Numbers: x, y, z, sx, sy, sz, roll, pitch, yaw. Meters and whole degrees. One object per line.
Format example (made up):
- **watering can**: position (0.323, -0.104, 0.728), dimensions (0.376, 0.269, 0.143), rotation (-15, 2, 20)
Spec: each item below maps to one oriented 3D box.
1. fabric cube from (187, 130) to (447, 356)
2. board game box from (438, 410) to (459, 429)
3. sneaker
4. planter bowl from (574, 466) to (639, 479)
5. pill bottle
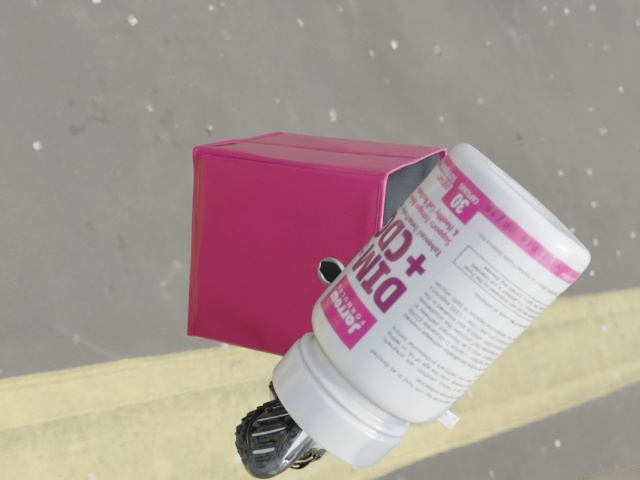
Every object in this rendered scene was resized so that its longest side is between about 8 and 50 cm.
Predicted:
- **fabric cube**: position (0.000, 0.000, 1.229), dimensions (0.259, 0.258, 0.254), rotation (-26, 123, -64)
- **board game box**: position (0.167, 0.272, 1.674), dimensions (0.154, 0.103, 0.026), rotation (39, 86, -15)
- **sneaker**: position (-0.029, 0.240, 1.162), dimensions (0.271, 0.100, 0.108), rotation (-34, 110, -76)
- **planter bowl**: position (0.280, 0.314, 0.959), dimensions (0.162, 0.109, 0.162), rotation (-3, 90, -70)
- **pill bottle**: position (0.094, 0.065, 0.862), dimensions (0.160, 0.283, 0.160), rotation (38, 13, -11)
